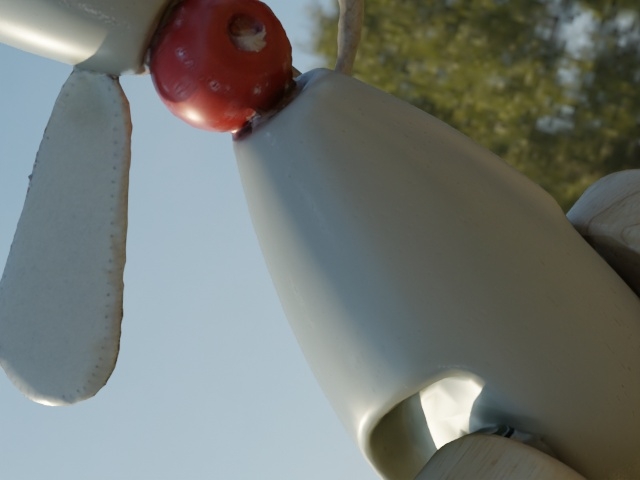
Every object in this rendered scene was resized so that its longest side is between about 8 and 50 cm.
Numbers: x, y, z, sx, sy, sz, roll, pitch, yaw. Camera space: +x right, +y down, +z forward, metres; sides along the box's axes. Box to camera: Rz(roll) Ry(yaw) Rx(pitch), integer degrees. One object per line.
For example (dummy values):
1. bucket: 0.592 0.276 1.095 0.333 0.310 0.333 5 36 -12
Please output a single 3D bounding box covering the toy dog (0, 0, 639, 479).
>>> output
1. toy dog: 0.000 0.000 0.543 0.220 0.333 0.161 -27 -12 -29
